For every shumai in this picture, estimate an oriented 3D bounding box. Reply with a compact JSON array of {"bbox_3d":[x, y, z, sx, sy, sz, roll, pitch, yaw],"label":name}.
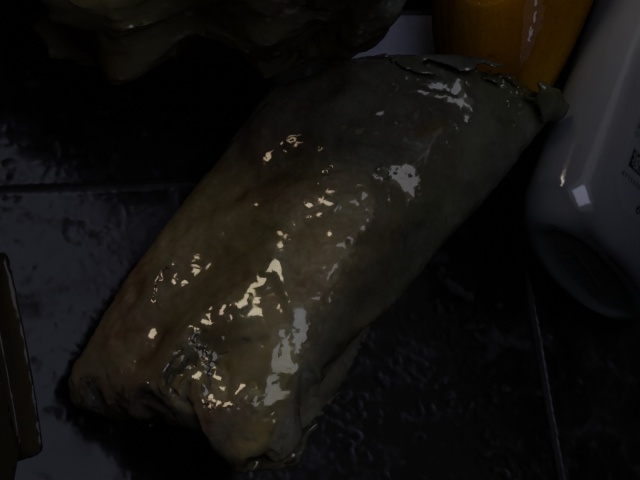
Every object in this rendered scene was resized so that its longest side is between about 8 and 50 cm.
[{"bbox_3d":[-0.096,-0.220,1.040,0.262,0.314,0.267,-13,115,-20],"label":"shumai"}]

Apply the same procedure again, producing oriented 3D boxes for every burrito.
[{"bbox_3d":[-0.010,-0.007,1.093,0.175,0.107,0.348,32,69,20],"label":"burrito"}]

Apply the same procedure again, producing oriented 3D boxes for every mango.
[{"bbox_3d":[0.138,-0.173,1.195,0.102,0.141,0.217,25,70,-41],"label":"mango"}]

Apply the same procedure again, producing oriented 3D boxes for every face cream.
[{"bbox_3d":[0.238,-0.120,1.223,0.163,0.080,0.337,46,58,-45],"label":"face cream"}]

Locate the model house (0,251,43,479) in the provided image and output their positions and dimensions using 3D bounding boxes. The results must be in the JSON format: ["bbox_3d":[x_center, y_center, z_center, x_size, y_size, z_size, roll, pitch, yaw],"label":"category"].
[{"bbox_3d":[-0.260,0.087,0.968,0.243,0.211,0.204,-87,155,-46],"label":"model house"}]
